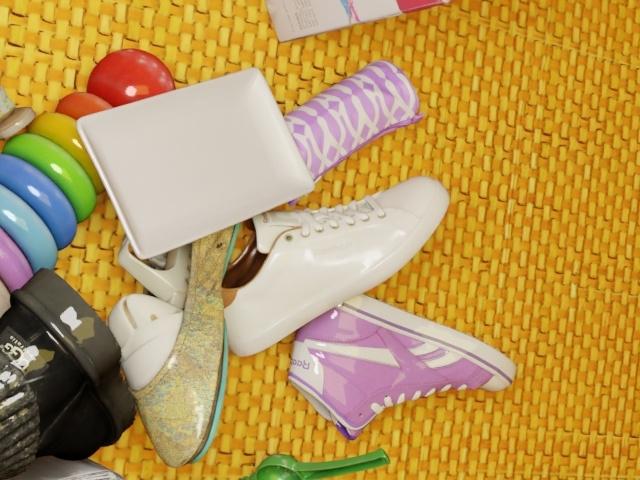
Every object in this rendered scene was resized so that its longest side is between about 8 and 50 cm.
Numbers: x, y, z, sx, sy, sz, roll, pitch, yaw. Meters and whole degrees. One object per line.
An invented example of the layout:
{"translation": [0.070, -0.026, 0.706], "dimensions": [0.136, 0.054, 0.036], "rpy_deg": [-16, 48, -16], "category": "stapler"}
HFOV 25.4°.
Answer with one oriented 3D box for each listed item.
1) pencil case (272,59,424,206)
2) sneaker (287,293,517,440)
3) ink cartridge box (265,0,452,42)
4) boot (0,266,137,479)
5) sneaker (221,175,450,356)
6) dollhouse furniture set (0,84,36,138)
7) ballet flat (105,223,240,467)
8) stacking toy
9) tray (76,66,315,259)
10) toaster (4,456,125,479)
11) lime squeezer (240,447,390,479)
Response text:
{"translation": [0.016, -0.121, 1.566], "dimensions": [0.206, 0.086, 0.088], "rpy_deg": [-36, 77, -27], "category": "pencil case"}
{"translation": [0.087, 0.161, 1.628], "dimensions": [0.282, 0.102, 0.161], "rpy_deg": [21, 83, -22], "category": "sneaker"}
{"translation": [0.098, -0.314, 1.485], "dimensions": [0.226, 0.306, 0.131], "rpy_deg": [-27, 106, -31], "category": "ink cartridge box"}
{"translation": [-0.298, 0.174, 1.218], "dimensions": [0.131, 0.348, 0.260], "rpy_deg": [41, 71, 13], "category": "boot"}
{"translation": [0.000, 0.000, 1.500], "dimensions": [0.290, 0.106, 0.123], "rpy_deg": [-34, 115, -4], "category": "sneaker"}
{"translation": [-0.389, -0.133, 1.243], "dimensions": [0.242, 0.161, 0.212], "rpy_deg": [-44, 114, -25], "category": "dollhouse furniture set"}
{"translation": [-0.150, 0.057, 1.385], "dimensions": [0.123, 0.123, 0.349], "rpy_deg": [34, 43, -31], "category": "ballet flat"}
{"translation": [-0.257, -0.067, 1.363], "dimensions": [0.141, 0.141, 0.330], "rpy_deg": [51, 60, -25], "category": "stacking toy"}
{"translation": [-0.121, -0.078, 1.394], "dimensions": [0.270, 0.030, 0.145], "rpy_deg": [-25, 90, -50], "category": "tray"}
{"translation": [-0.268, 0.278, 1.350], "dimensions": [0.227, 0.146, 0.129], "rpy_deg": [-13, 100, -34], "category": "toaster"}
{"translation": [-0.066, 0.295, 1.525], "dimensions": [0.310, 0.110, 0.059], "rpy_deg": [-34, 131, 3], "category": "lime squeezer"}
